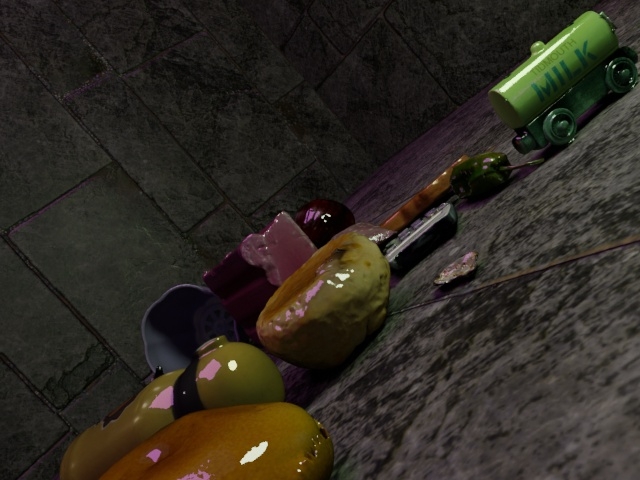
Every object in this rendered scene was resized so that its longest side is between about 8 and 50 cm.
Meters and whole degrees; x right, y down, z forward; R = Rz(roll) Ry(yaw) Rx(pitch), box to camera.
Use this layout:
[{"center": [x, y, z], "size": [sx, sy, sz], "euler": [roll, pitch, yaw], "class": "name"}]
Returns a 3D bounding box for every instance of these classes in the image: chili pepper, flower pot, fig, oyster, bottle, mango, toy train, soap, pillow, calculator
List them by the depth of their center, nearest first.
[{"center": [-0.089, 0.238, 0.494], "size": [0.236, 0.136, 0.166], "euler": [-39, 18, -28], "class": "mango"}, {"center": [0.181, 0.044, 0.746], "size": [0.083, 0.019, 0.054], "euler": [-33, 11, 44], "class": "oyster"}, {"center": [-0.197, 0.269, 0.793], "size": [0.351, 0.171, 0.171], "euler": [-38, 6, 21], "class": "bottle"}, {"center": [0.400, -0.263, 0.927], "size": [0.253, 0.157, 0.105], "euler": [-39, 8, -1], "class": "toy train"}, {"center": [0.292, -0.121, 0.998], "size": [0.073, 0.072, 0.204], "euler": [-41, 4, -18], "class": "chili pepper"}, {"center": [0.182, -0.010, 1.066], "size": [0.177, 0.040, 0.268], "euler": [-40, 5, 9], "class": "calculator"}, {"center": [0.079, -0.007, 1.142], "size": [0.118, 0.043, 0.185], "euler": [-24, 9, -10], "class": "pillow"}, {"center": [-0.112, 0.101, 1.226], "size": [0.128, 0.233, 0.359], "euler": [-42, 5, -29], "class": "soap"}, {"center": [-0.309, 0.238, 1.496], "size": [0.265, 0.265, 0.243], "euler": [-41, -4, 6], "class": "flower pot"}, {"center": [-0.006, -0.016, 1.762], "size": [0.203, 0.186, 0.249], "euler": [-15, 28, 35], "class": "fig"}]

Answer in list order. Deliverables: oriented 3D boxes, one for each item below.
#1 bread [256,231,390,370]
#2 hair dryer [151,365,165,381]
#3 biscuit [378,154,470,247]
[{"center": [0.015, 0.101, 0.867], "size": [0.244, 0.134, 0.244], "euler": [-39, 8, 7], "class": "bread"}, {"center": [-0.336, 0.346, 1.207], "size": [0.128, 0.070, 0.255], "euler": [-44, -24, -50], "class": "hair dryer"}, {"center": [0.201, -0.063, 1.253], "size": [0.334, 0.047, 0.202], "euler": [-41, -2, 35], "class": "biscuit"}]
